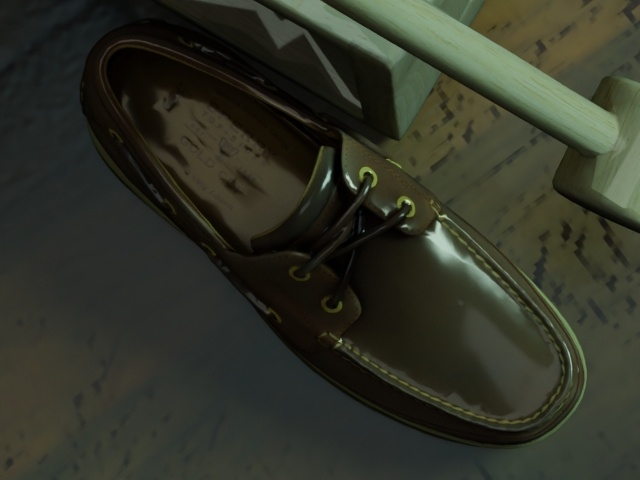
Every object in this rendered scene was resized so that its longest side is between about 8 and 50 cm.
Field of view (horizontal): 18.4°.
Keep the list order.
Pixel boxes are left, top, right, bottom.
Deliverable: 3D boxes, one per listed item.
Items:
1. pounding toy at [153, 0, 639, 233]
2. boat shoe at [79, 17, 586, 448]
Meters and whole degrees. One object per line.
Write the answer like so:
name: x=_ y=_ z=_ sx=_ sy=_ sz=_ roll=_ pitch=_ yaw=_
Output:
pounding toy: x=0.022 y=-0.089 z=0.522 sx=0.206 sy=0.181 sz=0.094 roll=30 pitch=87 yaw=6
boat shoe: x=0.000 y=-0.001 z=0.576 sx=0.178 sy=0.060 sz=0.064 roll=38 pitch=88 yaw=6
